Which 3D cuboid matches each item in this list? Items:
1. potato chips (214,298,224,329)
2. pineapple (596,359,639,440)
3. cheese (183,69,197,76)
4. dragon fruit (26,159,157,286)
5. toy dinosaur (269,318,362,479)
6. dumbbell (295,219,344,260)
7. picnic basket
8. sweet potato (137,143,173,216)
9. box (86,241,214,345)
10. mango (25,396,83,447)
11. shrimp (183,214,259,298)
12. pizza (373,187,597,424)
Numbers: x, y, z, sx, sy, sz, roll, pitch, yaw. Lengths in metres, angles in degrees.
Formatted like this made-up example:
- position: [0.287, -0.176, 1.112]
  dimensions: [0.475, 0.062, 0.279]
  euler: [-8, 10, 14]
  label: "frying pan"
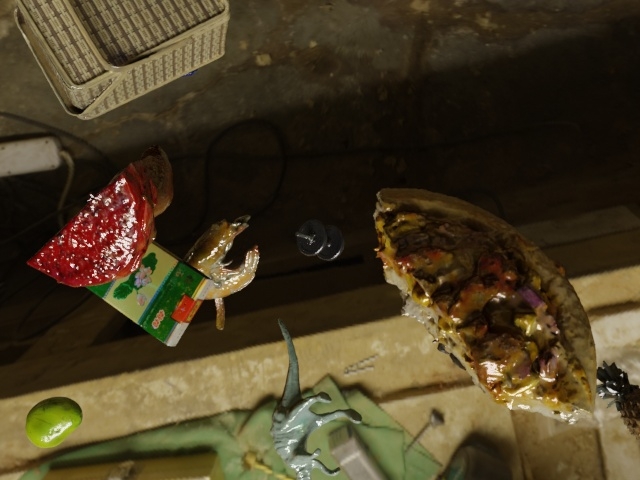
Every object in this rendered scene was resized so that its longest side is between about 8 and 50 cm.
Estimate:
- position: [-0.256, 0.124, 1.899]
  dimensions: [0.026, 0.037, 0.204]
  euler: [0, 108, -1]
  label: "potato chips"
- position: [0.300, 0.151, 0.715]
  dimensions: [0.058, 0.124, 0.058]
  euler: [0, 100, 0]
  label: "pineapple"
- position: [-0.320, -0.443, 1.690]
  dimensions: [0.156, 0.250, 0.064]
  euler: [-15, 141, -3]
  label: "cheese"
- position: [-0.199, -0.015, 0.754]
  dimensions: [0.083, 0.106, 0.162]
  euler: [44, 117, -8]
  label: "dragon fruit"
- position: [-0.035, 0.352, 1.577]
  dimensions: [0.205, 0.092, 0.393]
  euler: [-30, 80, 31]
  label: "toy dinosaur"
- position: [0.000, 0.000, 1.423]
  dimensions: [0.069, 0.147, 0.069]
  euler: [-8, 76, 34]
  label: "dumbbell"
- position: [-0.332, -0.373, 1.267]
  dimensions: [0.312, 0.175, 0.228]
  euler: [-30, 86, -13]
  label: "picnic basket"
- position: [-0.207, -0.060, 0.909]
  dimensions: [0.058, 0.202, 0.055]
  euler: [10, 121, -7]
  label: "sweet potato"
- position: [-0.308, 0.063, 1.292]
  dimensions: [0.235, 0.034, 0.132]
  euler: [32, 89, 18]
  label: "box"
- position: [-0.680, 0.456, 1.927]
  dimensions: [0.163, 0.089, 0.117]
  euler: [-41, 76, 14]
  label: "mango"
- position: [-0.174, 0.032, 1.365]
  dimensions: [0.132, 0.052, 0.187]
  euler: [20, 118, -34]
  label: "shrimp"
- position: [0.127, 0.038, 0.596]
  dimensions: [0.127, 0.058, 0.246]
  euler: [-28, 58, 0]
  label: "pizza"
